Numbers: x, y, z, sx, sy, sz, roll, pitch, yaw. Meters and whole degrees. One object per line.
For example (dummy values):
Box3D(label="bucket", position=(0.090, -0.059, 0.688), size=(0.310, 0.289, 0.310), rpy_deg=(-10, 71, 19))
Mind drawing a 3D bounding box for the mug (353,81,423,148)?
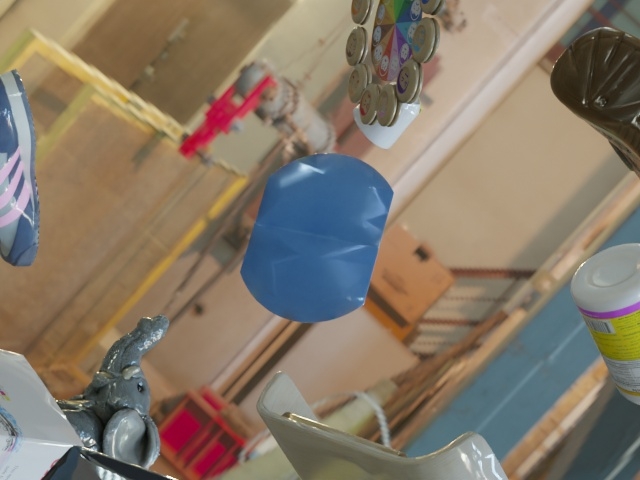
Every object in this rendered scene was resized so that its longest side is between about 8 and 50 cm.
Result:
Box3D(label="mug", position=(0.083, -0.152, 1.286), size=(0.062, 0.064, 0.078), rpy_deg=(44, 30, -9))

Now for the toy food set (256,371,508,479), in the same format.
Box3D(label="toy food set", position=(0.083, 0.234, 1.029), size=(0.306, 0.092, 0.220), rpy_deg=(5, -51, 56))

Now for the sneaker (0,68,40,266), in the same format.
Box3D(label="sneaker", position=(-0.449, -0.084, 1.478), size=(0.112, 0.131, 0.319), rpy_deg=(55, -31, 40))

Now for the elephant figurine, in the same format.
Box3D(label="elephant figurine", position=(-0.283, 0.233, 1.438), size=(0.239, 0.186, 0.169), rpy_deg=(-17, 61, -42))

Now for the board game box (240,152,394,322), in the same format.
Box3D(label="board game box", position=(0.000, 0.000, 1.072), size=(0.133, 0.169, 0.033), rpy_deg=(10, -13, 24))

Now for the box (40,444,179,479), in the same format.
Box3D(label="box", position=(-0.083, 0.340, 0.780), size=(0.296, 0.294, 0.183), rpy_deg=(15, 35, 15))

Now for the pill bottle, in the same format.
Box3D(label="pill bottle", position=(0.149, 0.045, 0.508), size=(0.083, 0.043, 0.043), rpy_deg=(59, -4, -24))

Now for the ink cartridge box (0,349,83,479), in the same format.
Box3D(label="ink cartridge box", position=(-0.407, 0.209, 1.150), size=(0.168, 0.171, 0.232), rpy_deg=(45, 12, 37))

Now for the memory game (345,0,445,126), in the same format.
Box3D(label="memory game", position=(0.060, -0.186, 0.943), size=(0.012, 0.186, 0.186), rpy_deg=(6, 19, -22))

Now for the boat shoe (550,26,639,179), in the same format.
Box3D(label="boat shoe", position=(0.296, -0.073, 0.875), size=(0.089, 0.104, 0.285), rpy_deg=(35, 15, -43))
